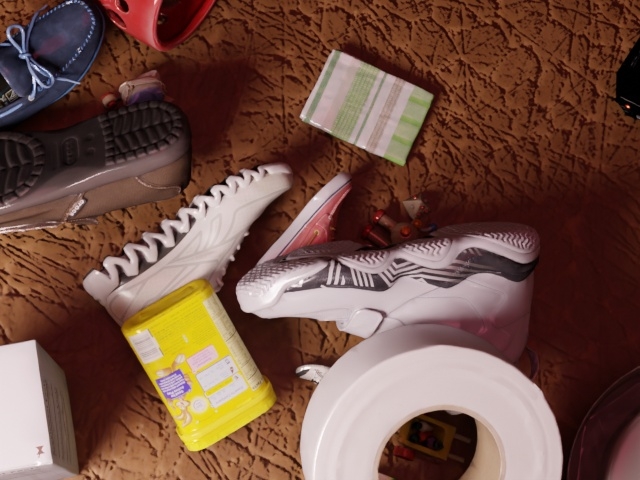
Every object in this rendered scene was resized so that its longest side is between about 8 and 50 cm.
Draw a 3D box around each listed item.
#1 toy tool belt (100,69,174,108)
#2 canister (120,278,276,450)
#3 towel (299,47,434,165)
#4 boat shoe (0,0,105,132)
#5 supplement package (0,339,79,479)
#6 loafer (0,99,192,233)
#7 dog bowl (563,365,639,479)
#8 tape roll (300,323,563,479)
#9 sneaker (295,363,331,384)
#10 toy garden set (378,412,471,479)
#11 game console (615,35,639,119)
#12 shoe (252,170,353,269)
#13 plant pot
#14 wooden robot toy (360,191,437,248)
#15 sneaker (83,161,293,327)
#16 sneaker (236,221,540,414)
[{"bbox_3d":[-0.236,-0.181,1.566,0.083,0.052,0.051,-27,71,-10],"label":"toy tool belt"},{"bbox_3d":[-0.145,0.146,1.445,0.126,0.073,0.169,-30,107,-10],"label":"canister"},{"bbox_3d":[0.062,-0.175,1.609,0.152,0.023,0.113,25,77,-1],"label":"towel"},{"bbox_3d":[-0.370,-0.197,1.499,0.109,0.089,0.258,44,98,9],"label":"boat shoe"},{"bbox_3d":[-0.357,0.204,1.357,0.139,0.244,0.133,-9,77,-8],"label":"supplement package"},{"bbox_3d":[-0.321,-0.058,1.486,0.366,0.130,0.133,-11,50,9],"label":"loafer"},{"bbox_3d":[0.457,0.313,1.477,0.349,0.102,0.348,1,75,-5],"label":"dog bowl"},{"bbox_3d":[0.121,0.242,1.364,0.286,0.100,0.286,-2,102,-9],"label":"tape roll"},{"bbox_3d":[0.009,0.176,1.507,0.083,0.032,0.036,10,75,-2],"label":"sneaker"},{"bbox_3d":[0.170,0.326,1.474,0.244,0.049,0.203,21,75,0],"label":"toy garden set"},{"bbox_3d":[0.585,-0.193,1.605,0.361,0.044,0.213,29,71,17],"label":"game console"},{"bbox_3d":[0.000,0.000,1.538,0.081,0.063,0.178,40,81,4],"label":"shoe"},{"bbox_3d":[-0.226,-0.363,1.547,0.174,0.191,0.191,31,75,12],"label":"plant pot"},{"bbox_3d":[0.090,-0.001,1.535,0.076,0.079,0.173,36,75,4],"label":"wooden robot toy"},{"bbox_3d":[-0.146,0.009,1.507,0.292,0.110,0.118,-36,91,-6],"label":"sneaker"},{"bbox_3d":[0.091,0.103,1.447,0.366,0.137,0.210,-9,99,-6],"label":"sneaker"}]
